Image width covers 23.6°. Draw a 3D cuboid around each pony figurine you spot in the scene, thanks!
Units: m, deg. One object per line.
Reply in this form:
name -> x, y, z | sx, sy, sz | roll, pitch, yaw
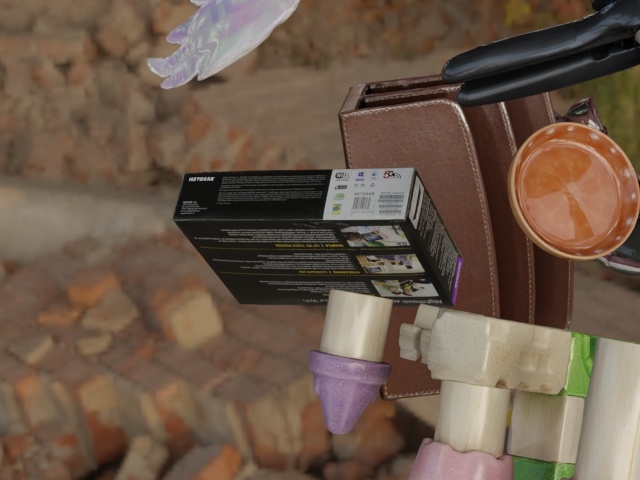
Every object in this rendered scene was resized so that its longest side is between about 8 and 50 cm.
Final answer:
pony figurine -> -0.037, -0.343, 1.504 | 0.351, 0.363, 0.302 | -22, 30, 25

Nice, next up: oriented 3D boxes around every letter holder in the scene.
letter holder -> 0.150, -0.013, 1.565 | 0.215, 0.301, 0.152 | -7, 15, 8

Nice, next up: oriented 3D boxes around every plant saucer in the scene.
plant saucer -> 0.148, -0.028, 0.903 | 0.083, 0.083, 0.013 | -15, -8, -21

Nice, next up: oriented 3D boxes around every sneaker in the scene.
sneaker -> 0.336, -0.076, 1.833 | 0.106, 0.162, 0.281 | -25, 36, -20

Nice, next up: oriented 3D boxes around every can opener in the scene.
can opener -> 0.170, -0.127, 1.012 | 0.186, 0.059, 0.073 | -22, 36, 26

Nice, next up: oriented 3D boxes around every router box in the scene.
router box -> 0.000, 0.000, 1.117 | 0.179, 0.133, 0.046 | 0, 60, 21

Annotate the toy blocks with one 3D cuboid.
toy blocks -> 0.139, 0.185, 0.984 | 0.309, 0.260, 0.289 | 8, -2, 45
